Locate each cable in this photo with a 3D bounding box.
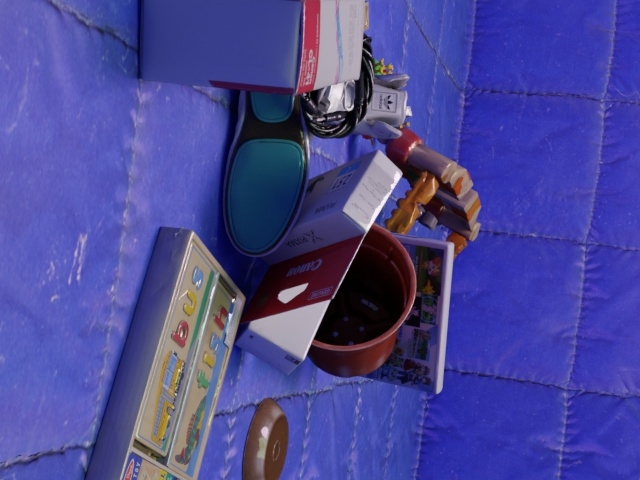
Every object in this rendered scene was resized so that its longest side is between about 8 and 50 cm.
[{"bbox_3d":[0.038,-0.252,1.618,0.184,0.047,0.151,-52,129,-22],"label":"cable"}]

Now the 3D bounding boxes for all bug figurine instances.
[{"bbox_3d":[0.149,-0.324,2.454,0.279,0.072,0.216,10,81,-69],"label":"bug figurine"}]

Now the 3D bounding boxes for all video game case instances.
[{"bbox_3d":[0.133,0.143,2.181,0.036,0.299,0.329,-18,114,-60],"label":"video game case"}]

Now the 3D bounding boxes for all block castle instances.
[{"bbox_3d":[0.202,-0.056,2.435,0.303,0.212,0.453,-54,153,-7],"label":"block castle"}]

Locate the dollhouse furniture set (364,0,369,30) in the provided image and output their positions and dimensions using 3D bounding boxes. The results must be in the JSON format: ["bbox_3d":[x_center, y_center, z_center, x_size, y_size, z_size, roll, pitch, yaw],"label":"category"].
[{"bbox_3d":[0.002,-0.478,1.915,0.161,0.101,0.182,-30,130,-40],"label":"dollhouse furniture set"}]

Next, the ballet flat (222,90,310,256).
[{"bbox_3d":[-0.083,-0.176,1.653,0.139,0.139,0.401,-21,115,-72],"label":"ballet flat"}]

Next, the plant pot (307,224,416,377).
[{"bbox_3d":[0.051,0.138,2.017,0.265,0.272,0.273,83,19,-63],"label":"plant pot"}]

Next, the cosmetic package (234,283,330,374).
[{"bbox_3d":[-0.051,0.109,1.800,0.085,0.117,0.231,-49,-169,54],"label":"cosmetic package"}]

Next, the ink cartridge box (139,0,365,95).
[{"bbox_3d":[-0.083,-0.282,1.398,0.306,0.226,0.131,-31,126,-69],"label":"ink cartridge box"}]

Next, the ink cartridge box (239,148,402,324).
[{"bbox_3d":[-0.024,-0.002,1.658,0.066,0.296,0.261,41,59,-19],"label":"ink cartridge box"}]

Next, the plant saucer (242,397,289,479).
[{"bbox_3d":[-0.100,0.406,1.962,0.198,0.036,0.199,6,90,-75],"label":"plant saucer"}]

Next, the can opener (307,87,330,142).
[{"bbox_3d":[-0.026,-0.230,1.728,0.280,0.093,0.074,-63,-179,30],"label":"can opener"}]

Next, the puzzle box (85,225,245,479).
[{"bbox_3d":[-0.216,0.216,1.458,0.272,0.052,0.409,61,39,-63],"label":"puzzle box"}]

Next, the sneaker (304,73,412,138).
[{"bbox_3d":[0.047,-0.277,1.871,0.366,0.210,0.138,20,77,-73],"label":"sneaker"}]
